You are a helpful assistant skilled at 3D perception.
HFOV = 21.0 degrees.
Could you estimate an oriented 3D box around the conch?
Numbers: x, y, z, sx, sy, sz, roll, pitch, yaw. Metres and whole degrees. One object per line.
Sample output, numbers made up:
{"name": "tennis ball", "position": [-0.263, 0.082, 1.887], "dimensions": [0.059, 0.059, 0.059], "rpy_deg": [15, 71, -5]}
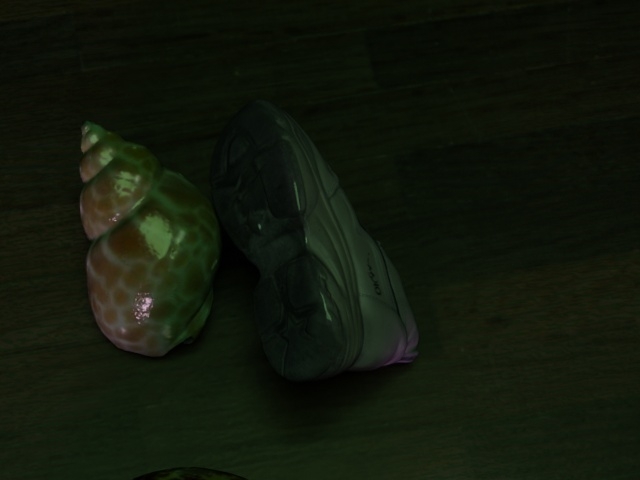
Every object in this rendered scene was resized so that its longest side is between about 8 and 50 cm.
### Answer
{"name": "conch", "position": [-0.136, 0.003, 1.377], "dimensions": [0.116, 0.106, 0.173], "rpy_deg": [5, 78, 19]}

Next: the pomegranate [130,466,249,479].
{"name": "pomegranate", "position": [-0.087, 0.252, 1.168], "dimensions": [0.222, 0.276, 0.204], "rpy_deg": [31, 68, 31]}

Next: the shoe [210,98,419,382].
{"name": "shoe", "position": [0.000, 0.000, 1.375], "dimensions": [0.137, 0.095, 0.245], "rpy_deg": [11, 54, -49]}
